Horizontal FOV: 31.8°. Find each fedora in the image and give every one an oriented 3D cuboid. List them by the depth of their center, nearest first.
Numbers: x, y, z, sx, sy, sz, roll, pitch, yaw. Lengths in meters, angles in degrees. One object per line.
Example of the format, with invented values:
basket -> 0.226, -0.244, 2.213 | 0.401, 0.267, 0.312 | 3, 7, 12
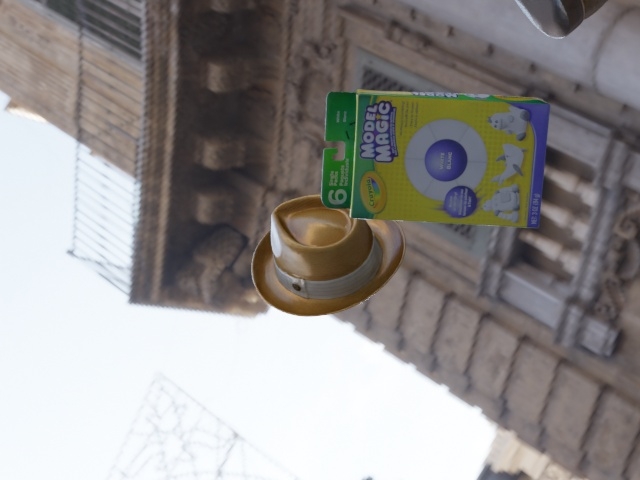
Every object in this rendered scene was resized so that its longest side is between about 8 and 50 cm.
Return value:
fedora -> 0.000, 0.000, 1.304 | 0.194, 0.194, 0.079 | -43, -45, -22

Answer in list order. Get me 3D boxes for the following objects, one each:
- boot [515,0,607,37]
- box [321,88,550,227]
boot -> 0.207, -0.367, 1.161 | 0.115, 0.112, 0.305 | -38, -78, -11
box -> 0.091, -0.068, 0.916 | 0.043, 0.179, 0.105 | -79, -9, -77
